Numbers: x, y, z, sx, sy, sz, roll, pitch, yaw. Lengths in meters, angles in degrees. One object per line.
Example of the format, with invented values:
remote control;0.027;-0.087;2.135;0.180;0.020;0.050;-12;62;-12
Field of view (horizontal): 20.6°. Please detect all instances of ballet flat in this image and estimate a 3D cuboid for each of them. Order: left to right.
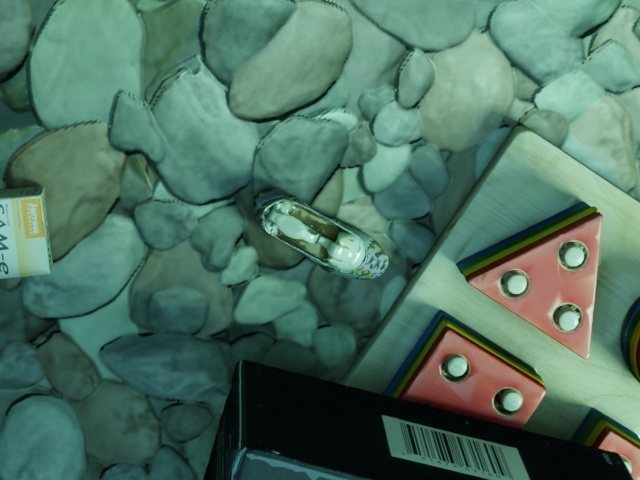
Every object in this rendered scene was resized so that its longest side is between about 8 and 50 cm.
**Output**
ballet flat;0.000;0.000;1.314;0.114;0.041;0.041;29;99;-9

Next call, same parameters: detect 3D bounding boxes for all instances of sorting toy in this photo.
sorting toy;0.187;0.091;1.320;0.257;0.089;0.255;32;98;-9

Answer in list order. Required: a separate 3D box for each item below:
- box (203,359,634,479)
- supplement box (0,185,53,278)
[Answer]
box;0.043;0.274;1.219;0.296;0.183;0.294;15;104;-7
supplement box;-0.250;-0.003;1.299;0.098;0.036;0.062;-6;103;-3
